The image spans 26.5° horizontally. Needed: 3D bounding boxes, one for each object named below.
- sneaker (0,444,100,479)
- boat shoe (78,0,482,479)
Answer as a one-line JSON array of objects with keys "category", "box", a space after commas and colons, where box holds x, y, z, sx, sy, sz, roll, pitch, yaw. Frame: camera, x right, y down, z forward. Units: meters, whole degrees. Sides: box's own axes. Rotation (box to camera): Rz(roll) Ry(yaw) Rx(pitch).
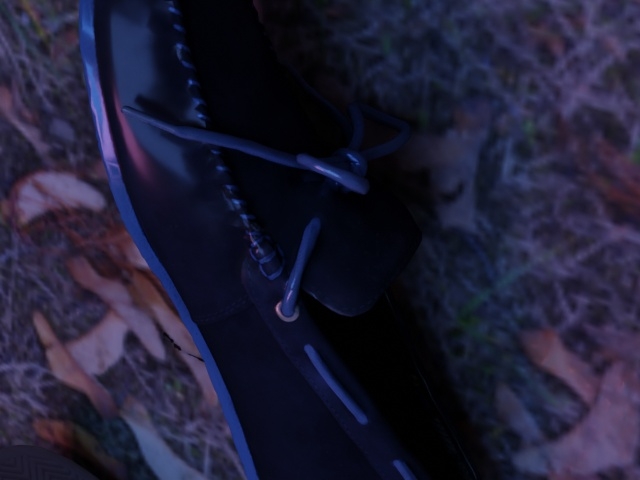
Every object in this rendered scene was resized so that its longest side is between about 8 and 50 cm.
[{"category": "sneaker", "box": [-0.103, 0.249, 0.647, 0.169, 0.108, 0.292, -40, 88, 35]}, {"category": "boat shoe", "box": [0.000, 0.000, 0.491, 0.089, 0.109, 0.258, -7, 123, 27]}]
